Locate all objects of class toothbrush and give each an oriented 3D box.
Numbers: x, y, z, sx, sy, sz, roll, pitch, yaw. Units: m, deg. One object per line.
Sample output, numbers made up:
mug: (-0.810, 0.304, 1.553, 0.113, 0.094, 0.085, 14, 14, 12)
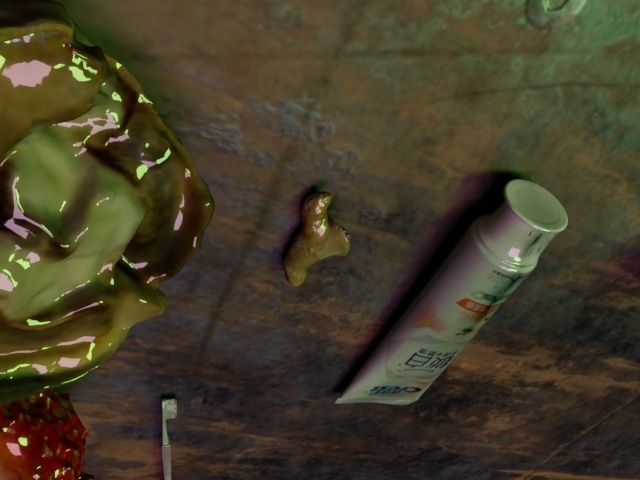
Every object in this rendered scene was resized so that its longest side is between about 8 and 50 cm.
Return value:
toothbrush: (-0.163, 0.224, 0.774, 0.017, 0.014, 0.194, -4, 135, -17)

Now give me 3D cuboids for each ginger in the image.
ginger: (0.001, -0.001, 0.593, 0.048, 0.030, 0.097, 20, 127, -1)

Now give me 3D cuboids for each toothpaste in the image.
toothpaste: (0.116, 0.075, 0.695, 0.100, 0.066, 0.323, 5, 137, -24)

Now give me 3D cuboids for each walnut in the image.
walnut: (-0.174, -0.029, 0.419, 0.204, 0.141, 0.238, -14, 133, -41)

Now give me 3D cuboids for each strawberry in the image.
strawberry: (-0.295, 0.143, 0.591, 0.174, 0.098, 0.228, -24, 118, 28)
